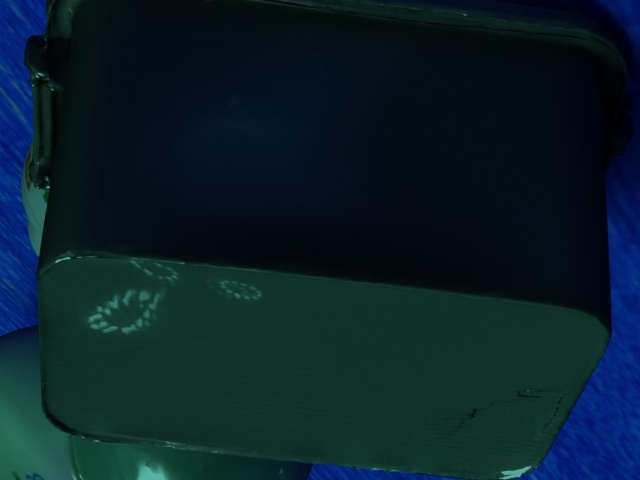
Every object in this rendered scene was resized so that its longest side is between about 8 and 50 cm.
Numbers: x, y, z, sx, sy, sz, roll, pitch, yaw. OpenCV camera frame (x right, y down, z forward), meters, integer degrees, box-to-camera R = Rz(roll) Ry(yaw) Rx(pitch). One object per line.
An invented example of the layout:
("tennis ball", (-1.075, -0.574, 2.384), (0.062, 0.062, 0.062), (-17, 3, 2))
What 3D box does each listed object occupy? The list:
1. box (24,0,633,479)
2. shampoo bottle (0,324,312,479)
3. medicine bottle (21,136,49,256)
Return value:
("box", (0.000, 0.000, 0.528), (0.243, 0.135, 0.163), (7, 141, -6))
("shampoo bottle", (-0.133, 0.143, 0.981), (0.222, 0.151, 0.349), (46, 149, -17))
("medicine bottle", (-0.100, -0.051, 0.702), (0.095, 0.095, 0.260), (38, 153, -6))
